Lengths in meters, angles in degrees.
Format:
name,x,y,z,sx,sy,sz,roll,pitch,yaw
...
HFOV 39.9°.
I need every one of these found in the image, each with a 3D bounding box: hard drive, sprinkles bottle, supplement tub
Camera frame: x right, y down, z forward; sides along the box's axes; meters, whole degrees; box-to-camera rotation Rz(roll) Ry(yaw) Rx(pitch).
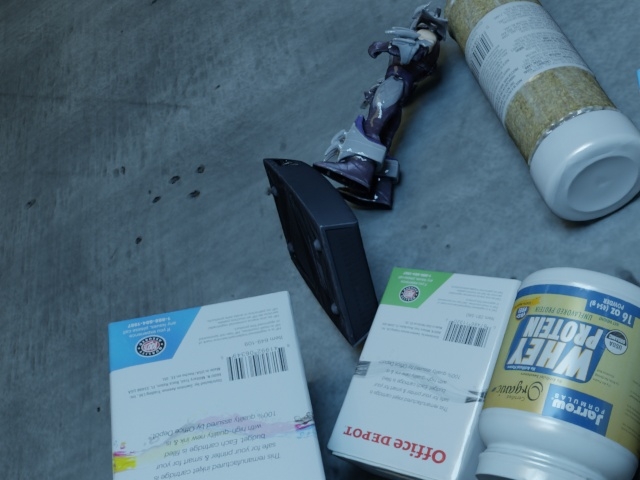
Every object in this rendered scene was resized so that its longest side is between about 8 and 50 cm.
name,x,y,z,sx,sy,sz,roll,pitch,yaw
hard drive,0.000,0.000,1.052,0.054,0.172,0.255,-20,26,-10
sprinkles bottle,0.254,-0.185,1.038,0.121,0.121,0.355,-32,46,16
supplement tub,0.229,0.141,0.813,0.144,0.144,0.200,5,65,39

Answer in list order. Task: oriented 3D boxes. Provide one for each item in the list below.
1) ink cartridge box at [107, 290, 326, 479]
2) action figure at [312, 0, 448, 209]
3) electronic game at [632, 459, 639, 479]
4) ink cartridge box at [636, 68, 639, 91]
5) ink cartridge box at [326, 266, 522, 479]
name,x,y,z,sx,sy,sz,roll,pitch,yaw
ink cartridge box,-0.098,0.230,0.914,0.198,0.197,0.270,-10,52,-3
action figure,0.091,-0.190,1.142,0.099,0.185,0.285,20,76,13
electronic game,0.371,0.192,0.740,0.229,0.048,0.229,-28,44,30
ink cartridge box,0.389,-0.110,0.906,0.089,0.092,0.143,-15,52,29
ink cartridge box,0.124,0.148,0.926,0.160,0.092,0.220,6,65,40
